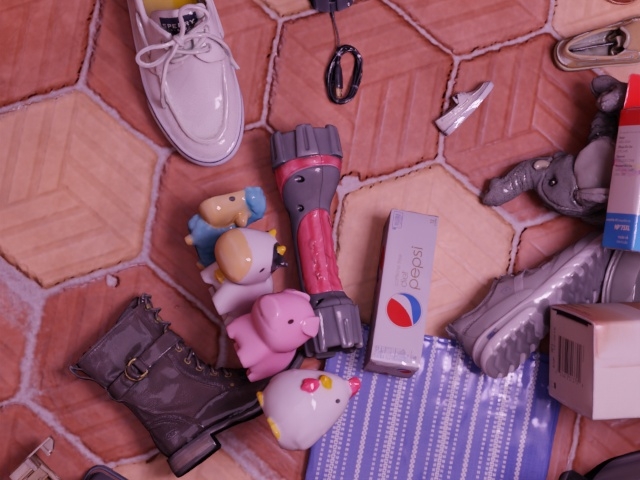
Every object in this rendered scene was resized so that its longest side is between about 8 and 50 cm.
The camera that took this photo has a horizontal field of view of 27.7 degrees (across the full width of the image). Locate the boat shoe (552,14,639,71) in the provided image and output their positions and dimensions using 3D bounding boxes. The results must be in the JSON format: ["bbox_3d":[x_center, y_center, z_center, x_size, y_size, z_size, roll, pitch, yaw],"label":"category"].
[{"bbox_3d":[0.427,-0.280,1.834,0.190,0.072,0.068,-18,87,-7],"label":"boat shoe"}]

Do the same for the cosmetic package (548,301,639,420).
[{"bbox_3d":[0.460,0.149,1.681,0.296,0.153,0.129,-1,96,-13],"label":"cosmetic package"}]

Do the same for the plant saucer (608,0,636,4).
[{"bbox_3d":[0.434,-0.381,1.873,0.083,0.013,0.084,0,86,-6],"label":"plant saucer"}]

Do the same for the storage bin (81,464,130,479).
[{"bbox_3d":[-0.297,0.373,1.699,0.098,0.091,0.135,31,84,2],"label":"storage bin"}]

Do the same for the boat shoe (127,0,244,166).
[{"bbox_3d":[-0.185,-0.280,1.731,0.135,0.156,0.367,-13,90,-5],"label":"boat shoe"}]

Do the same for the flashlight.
[{"bbox_3d":[0.000,0.000,1.738,0.103,0.103,0.304,-15,77,22],"label":"flashlight"}]

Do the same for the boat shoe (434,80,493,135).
[{"bbox_3d":[0.201,-0.193,1.826,0.035,0.035,0.100,44,89,-3],"label":"boat shoe"}]

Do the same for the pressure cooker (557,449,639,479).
[{"bbox_3d":[0.492,0.430,1.622,0.375,0.420,0.370,-8,78,-40],"label":"pressure cooker"}]

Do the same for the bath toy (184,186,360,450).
[{"bbox_3d":[-0.060,0.098,1.659,0.129,0.151,0.348,-24,62,-5],"label":"bath toy"}]

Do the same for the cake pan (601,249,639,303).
[{"bbox_3d":[0.535,0.087,1.798,0.293,0.054,0.293,-1,93,-12],"label":"cake pan"}]

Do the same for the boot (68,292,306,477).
[{"bbox_3d":[-0.175,0.162,1.736,0.263,0.091,0.229,-38,81,-14],"label":"boot"}]

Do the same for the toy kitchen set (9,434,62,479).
[{"bbox_3d":[-0.355,0.306,1.705,0.068,0.083,0.075,-44,90,-7],"label":"toy kitchen set"}]

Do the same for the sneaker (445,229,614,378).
[{"bbox_3d":[0.290,0.064,1.776,0.281,0.105,0.115,-35,46,-23],"label":"sneaker"}]

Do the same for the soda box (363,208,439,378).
[{"bbox_3d":[0.109,0.071,1.752,0.069,0.074,0.216,11,71,-3],"label":"soda box"}]

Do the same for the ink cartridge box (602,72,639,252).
[{"bbox_3d":[0.454,-0.094,1.671,0.134,0.078,0.231,7,91,-18],"label":"ink cartridge box"}]

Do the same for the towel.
[{"bbox_3d":[0.160,0.252,1.788,0.335,0.040,0.243,10,86,-2],"label":"towel"}]

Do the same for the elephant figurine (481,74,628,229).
[{"bbox_3d":[0.378,-0.091,1.783,0.169,0.186,0.239,37,88,-26],"label":"elephant figurine"}]

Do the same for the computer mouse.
[{"bbox_3d":[0.019,-0.311,1.814,0.071,0.041,0.242,-9,87,-7],"label":"computer mouse"}]
